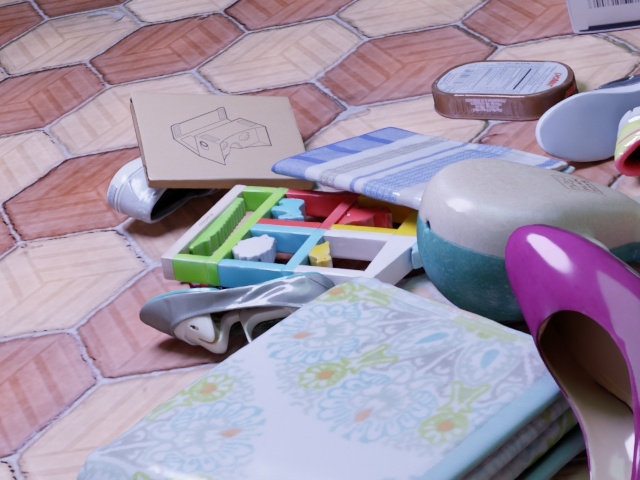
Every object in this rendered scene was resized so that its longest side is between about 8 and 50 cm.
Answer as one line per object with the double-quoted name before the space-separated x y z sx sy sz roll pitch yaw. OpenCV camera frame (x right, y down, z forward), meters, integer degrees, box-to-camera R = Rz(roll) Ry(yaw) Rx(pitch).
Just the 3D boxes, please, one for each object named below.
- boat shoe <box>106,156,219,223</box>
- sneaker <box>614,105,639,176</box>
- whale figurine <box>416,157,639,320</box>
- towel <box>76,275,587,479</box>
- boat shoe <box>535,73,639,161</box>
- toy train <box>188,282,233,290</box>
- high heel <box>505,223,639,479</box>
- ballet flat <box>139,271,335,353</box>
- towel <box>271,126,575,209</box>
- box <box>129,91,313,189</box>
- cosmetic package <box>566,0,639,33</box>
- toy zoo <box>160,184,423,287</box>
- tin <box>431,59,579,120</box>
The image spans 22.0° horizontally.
"boat shoe" -0.157 -0.081 2.007 0.081 0.079 0.227 32 44 24
"sneaker" 0.407 -0.099 1.755 0.208 0.081 0.094 -7 30 35
"whale figurine" 0.224 0.008 1.619 0.272 0.141 0.216 2 22 -22
"towel" 0.026 0.174 1.419 0.374 0.090 0.320 -33 33 -33
"boat shoe" 0.344 -0.151 1.883 0.228 0.080 0.076 -23 11 -9
"toy train" -0.124 0.047 1.793 0.036 0.027 0.158 -34 32 -12
"high heel" 0.203 0.137 1.253 0.181 0.127 0.377 -18 49 -24
"ballet flat" -0.087 0.080 1.675 0.213 0.072 0.068 -10 58 14
"towel" 0.113 -0.075 1.844 0.209 0.034 0.285 -19 24 -41
"box" -0.120 -0.120 1.983 0.201 0.021 0.164 0 42 -17
"cosmetic package" 0.420 -0.403 2.246 0.153 0.129 0.296 -5 30 21
"toy zoo" 0.000 0.000 1.782 0.293 0.030 0.192 5 28 23
"tin" 0.226 -0.187 2.044 0.189 0.040 0.106 4 37 32
